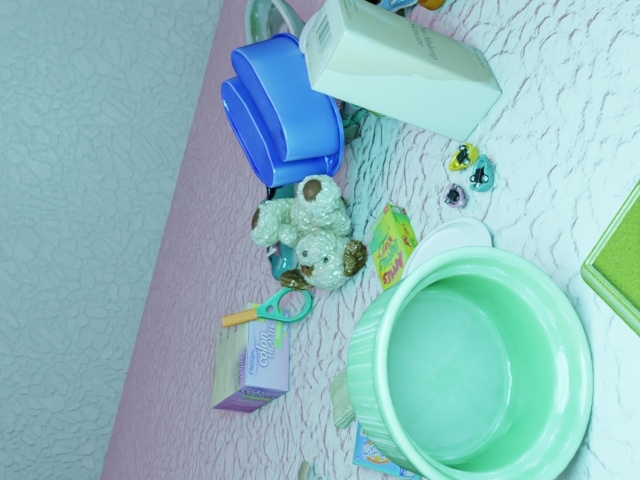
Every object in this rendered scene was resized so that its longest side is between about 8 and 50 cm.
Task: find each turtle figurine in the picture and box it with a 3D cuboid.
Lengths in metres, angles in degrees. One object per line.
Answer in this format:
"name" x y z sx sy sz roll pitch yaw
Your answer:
"turtle figurine" 0.046 -0.282 1.620 0.175 0.118 0.234 -43 5 -36

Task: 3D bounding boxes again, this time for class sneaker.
"sneaker" -0.121 -0.038 1.826 0.108 0.121 0.302 -36 46 55
"sneaker" 0.165 -0.545 1.515 0.162 0.073 0.063 -29 50 30

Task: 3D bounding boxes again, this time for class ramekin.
"ramekin" 0.181 0.169 0.892 0.148 0.303 0.304 150 130 -66

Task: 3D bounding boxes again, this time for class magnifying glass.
"magnifying glass" -0.130 0.170 1.676 0.230 0.026 0.092 -17 59 13

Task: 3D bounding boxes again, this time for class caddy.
"caddy" -0.070 -0.280 1.491 0.341 0.179 0.241 63 151 14

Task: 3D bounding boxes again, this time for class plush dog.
"plush dog" 0.000 0.000 1.523 0.262 0.210 0.226 -24 73 39

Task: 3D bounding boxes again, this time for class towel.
"towel" 0.061 0.298 1.384 0.148 0.027 0.110 -55 31 38

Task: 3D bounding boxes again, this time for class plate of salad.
"plate of salad" 0.210 0.052 1.153 0.200 0.048 0.200 -38 33 31

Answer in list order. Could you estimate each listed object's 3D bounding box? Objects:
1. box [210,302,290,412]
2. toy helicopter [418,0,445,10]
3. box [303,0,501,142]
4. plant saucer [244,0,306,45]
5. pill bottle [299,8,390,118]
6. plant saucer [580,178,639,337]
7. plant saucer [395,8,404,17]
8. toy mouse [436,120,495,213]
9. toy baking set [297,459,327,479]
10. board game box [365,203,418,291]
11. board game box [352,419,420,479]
"box" -0.182 0.308 1.784 0.243 0.117 0.214 -43 40 51
"toy helicopter" 0.249 -0.651 1.355 0.235 0.140 0.355 -10 66 61
"box" 0.138 -0.295 1.188 0.121 0.311 0.148 -55 33 38
"plant saucer" -0.086 -0.497 1.905 0.400 0.100 0.401 53 154 39
"pill bottle" 0.078 -0.359 1.397 0.136 0.245 0.136 -26 52 38
"plant saucer" 0.393 0.017 0.808 0.188 0.045 0.188 -64 28 24
"plant saucer" 0.129 -0.478 1.631 0.198 0.036 0.199 -39 44 53
"toy mouse" 0.254 -0.096 1.174 0.161 0.031 0.143 -54 32 39
"toy baking set" -0.018 0.590 1.405 0.197 0.030 0.256 -62 29 23
"board game box" 0.145 0.024 1.329 0.092 0.043 0.181 -58 31 34
"board game box" 0.126 0.301 1.221 0.160 0.047 0.210 -16 62 62
